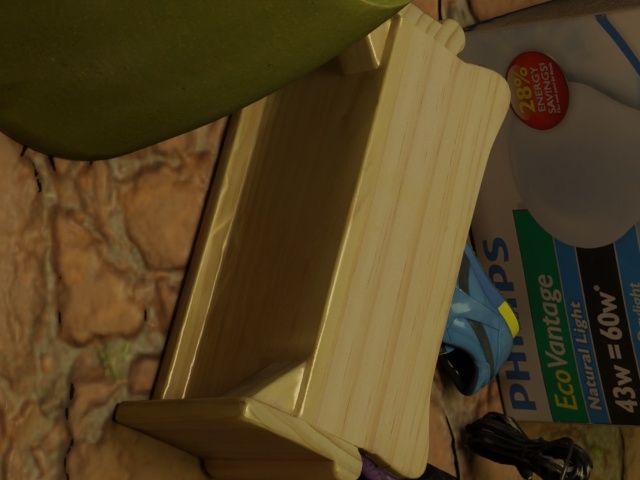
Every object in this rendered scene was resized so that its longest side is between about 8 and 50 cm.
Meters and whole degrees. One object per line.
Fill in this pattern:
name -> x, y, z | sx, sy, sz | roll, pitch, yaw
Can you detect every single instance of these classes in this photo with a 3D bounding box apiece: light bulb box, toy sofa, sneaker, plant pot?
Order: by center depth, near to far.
plant pot -> -0.069, -0.202, 1.200 | 0.274, 0.293, 0.275 | 5, 83, -45
toy sofa -> 0.000, 0.000, 1.358 | 0.177, 0.150, 0.363 | 29, 66, -38
sneaker -> 0.089, 0.043, 1.507 | 0.209, 0.069, 0.082 | 52, 57, -30
light bulb box -> 0.321, -0.041, 1.541 | 0.225, 0.361, 0.358 | -21, 102, -43

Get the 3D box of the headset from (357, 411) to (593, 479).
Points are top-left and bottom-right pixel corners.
headset -> 0.054, 0.260, 1.420 | 0.394, 0.185, 0.243 | -31, 124, -29
